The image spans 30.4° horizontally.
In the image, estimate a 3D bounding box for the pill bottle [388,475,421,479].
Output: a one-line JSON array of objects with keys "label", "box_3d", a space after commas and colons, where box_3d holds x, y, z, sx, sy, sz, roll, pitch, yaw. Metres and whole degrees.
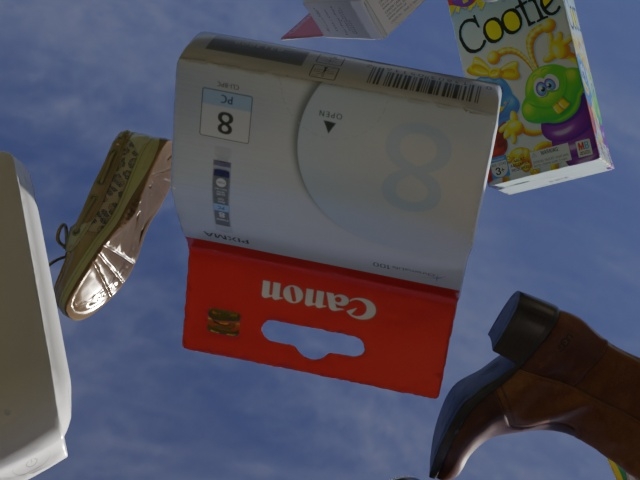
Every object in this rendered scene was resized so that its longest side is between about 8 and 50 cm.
[{"label": "pill bottle", "box_3d": [0.133, 0.372, 1.432, 0.103, 0.103, 0.184, -4, -160, -24]}]

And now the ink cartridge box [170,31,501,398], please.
[{"label": "ink cartridge box", "box_3d": [0.000, 0.000, 1.211, 0.308, 0.385, 0.091, 11, -151, 6]}]

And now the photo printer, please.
[{"label": "photo printer", "box_3d": [-0.338, 0.077, 0.936, 0.256, 0.107, 0.308, -9, -128, -14]}]

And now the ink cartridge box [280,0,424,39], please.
[{"label": "ink cartridge box", "box_3d": [0.094, -0.376, 1.544, 0.296, 0.066, 0.261, -45, -152, -18]}]

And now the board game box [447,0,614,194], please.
[{"label": "board game box", "box_3d": [0.264, -0.212, 1.495, 0.142, 0.144, 0.275, 7, -110, -69]}]

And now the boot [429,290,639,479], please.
[{"label": "boot", "box_3d": [0.291, 0.222, 1.370, 0.280, 0.264, 0.096, 28, -168, -4]}]

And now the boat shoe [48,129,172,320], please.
[{"label": "boat shoe", "box_3d": [-0.293, -0.023, 1.610, 0.089, 0.105, 0.285, 18, -116, 18]}]

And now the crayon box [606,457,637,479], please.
[{"label": "crayon box", "box_3d": [0.501, 0.309, 1.690, 0.165, 0.081, 0.278, -28, -135, 12]}]
